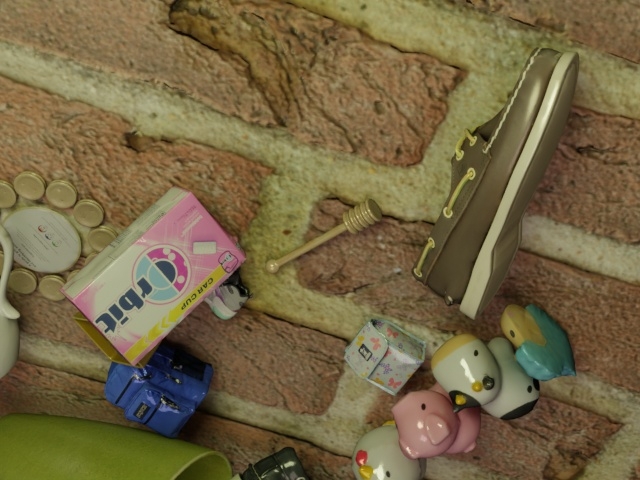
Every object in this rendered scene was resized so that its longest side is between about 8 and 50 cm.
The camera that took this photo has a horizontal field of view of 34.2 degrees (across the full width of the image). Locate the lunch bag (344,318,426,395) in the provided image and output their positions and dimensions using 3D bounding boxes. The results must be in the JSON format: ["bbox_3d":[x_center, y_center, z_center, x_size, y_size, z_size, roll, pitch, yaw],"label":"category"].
[{"bbox_3d":[0.078,0.142,1.291,0.083,0.053,0.071,32,120,-6],"label":"lunch bag"}]

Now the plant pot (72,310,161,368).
[{"bbox_3d":[-0.232,0.094,1.260,0.082,0.083,0.081,1,134,50],"label":"plant pot"}]

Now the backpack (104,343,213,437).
[{"bbox_3d":[-0.210,0.183,1.316,0.120,0.101,0.098,31,115,-11],"label":"backpack"}]

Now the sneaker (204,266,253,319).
[{"bbox_3d":[-0.124,0.047,1.255,0.098,0.038,0.069,35,118,-28],"label":"sneaker"}]

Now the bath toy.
[{"bbox_3d":[0.158,0.222,1.293,0.151,0.129,0.348,33,122,-17],"label":"bath toy"}]

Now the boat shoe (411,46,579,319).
[{"bbox_3d":[0.181,-0.064,1.105,0.097,0.117,0.324,29,128,20],"label":"boat shoe"}]

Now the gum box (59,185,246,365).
[{"bbox_3d":[-0.185,0.034,1.178,0.188,0.062,0.107,-44,116,-13],"label":"gum box"}]

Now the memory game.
[{"bbox_3d":[-0.334,-0.002,1.252,0.186,0.012,0.186,2,125,3],"label":"memory game"}]

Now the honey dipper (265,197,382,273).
[{"bbox_3d":[0.000,0.000,1.216,0.161,0.030,0.030,-30,117,27],"label":"honey dipper"}]

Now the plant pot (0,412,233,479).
[{"bbox_3d":[-0.309,0.344,1.346,0.294,0.275,0.274,20,128,21],"label":"plant pot"}]

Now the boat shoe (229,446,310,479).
[{"bbox_3d":[0.016,0.389,1.431,0.113,0.127,0.340,-44,120,-2],"label":"boat shoe"}]

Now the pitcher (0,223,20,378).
[{"bbox_3d":[-0.422,0.071,1.241,0.178,0.125,0.207,-11,120,14],"label":"pitcher"}]
